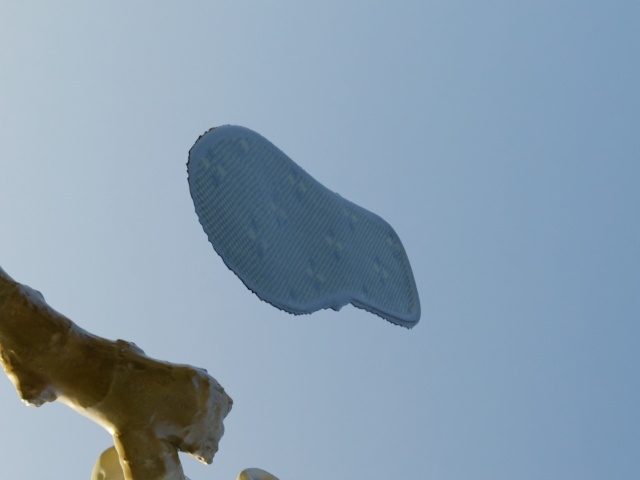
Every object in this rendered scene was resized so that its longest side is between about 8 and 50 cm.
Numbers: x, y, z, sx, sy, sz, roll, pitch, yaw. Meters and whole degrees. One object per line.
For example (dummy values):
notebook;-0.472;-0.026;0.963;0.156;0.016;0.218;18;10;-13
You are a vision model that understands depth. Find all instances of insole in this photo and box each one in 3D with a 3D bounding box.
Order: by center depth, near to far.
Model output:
insole;0.000;0.000;0.830;0.007;0.322;0.109;-18;-107;20

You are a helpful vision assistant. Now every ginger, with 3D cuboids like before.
ginger;-0.207;0.091;1.165;0.118;0.299;0.065;-51;175;-32

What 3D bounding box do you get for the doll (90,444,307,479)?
doll;0.016;0.317;1.250;0.365;0.376;0.187;54;-42;48
